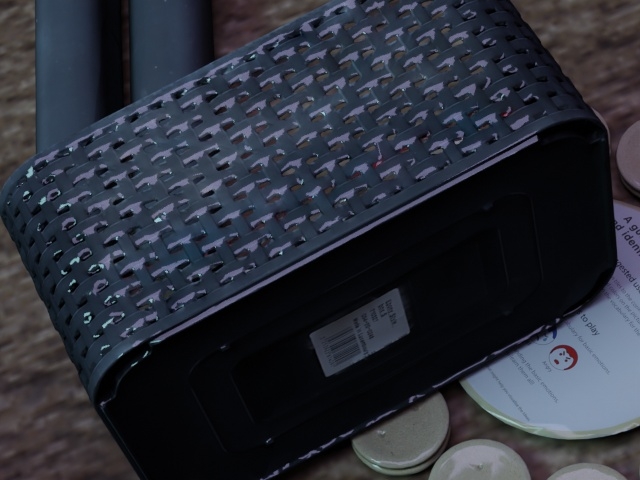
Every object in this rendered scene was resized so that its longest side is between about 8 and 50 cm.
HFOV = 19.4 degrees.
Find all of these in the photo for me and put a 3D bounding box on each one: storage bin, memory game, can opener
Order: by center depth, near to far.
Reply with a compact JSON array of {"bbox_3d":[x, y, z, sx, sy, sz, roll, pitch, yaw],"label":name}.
[{"bbox_3d":[0.000,0.000,0.626,0.180,0.122,0.084,-29,59,-6],"label":"storage bin"},{"bbox_3d":[0.091,0.028,0.672,0.186,0.012,0.186,-5,59,8],"label":"memory game"},{"bbox_3d":[-0.085,-0.119,0.743,0.076,0.095,0.283,-9,58,6],"label":"can opener"}]
